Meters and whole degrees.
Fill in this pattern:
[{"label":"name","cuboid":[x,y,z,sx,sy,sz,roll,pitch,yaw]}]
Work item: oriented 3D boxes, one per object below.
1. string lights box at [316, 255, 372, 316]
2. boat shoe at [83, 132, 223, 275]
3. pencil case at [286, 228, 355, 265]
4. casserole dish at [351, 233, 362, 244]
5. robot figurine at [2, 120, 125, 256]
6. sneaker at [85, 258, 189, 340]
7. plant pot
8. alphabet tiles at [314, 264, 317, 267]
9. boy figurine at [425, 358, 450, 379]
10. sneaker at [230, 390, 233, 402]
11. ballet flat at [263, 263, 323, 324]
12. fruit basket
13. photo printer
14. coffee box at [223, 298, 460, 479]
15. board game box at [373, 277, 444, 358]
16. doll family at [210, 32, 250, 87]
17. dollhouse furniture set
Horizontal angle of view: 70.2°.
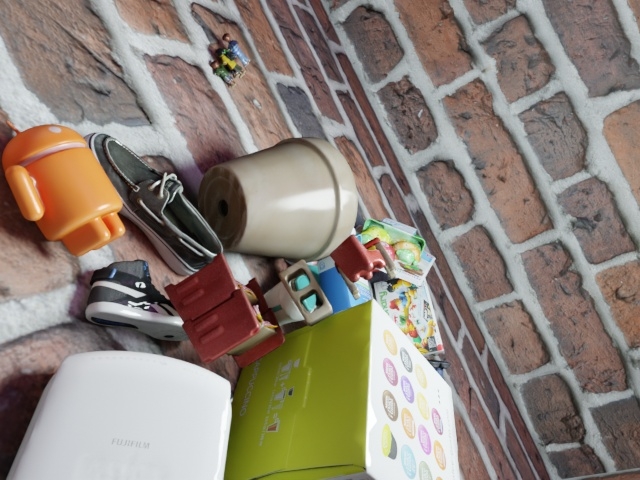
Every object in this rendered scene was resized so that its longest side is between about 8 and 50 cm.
[{"label":"string lights box","cuboid":[0.075,0.172,1.113,0.133,0.076,0.260,31,42,-51]},{"label":"boat shoe","cuboid":[-0.313,-0.081,0.889,0.335,0.119,0.121,52,29,-23]},{"label":"pencil case","cuboid":[0.000,0.000,1.364,0.273,0.113,0.124,-13,118,-57]},{"label":"casserole dish","cuboid":[0.082,0.057,1.393,0.114,0.037,0.188,-45,148,-35]},{"label":"robot figurine","cuboid":[-0.404,-0.086,0.717,0.158,0.128,0.219,-34,99,-39]},{"label":"sneaker","cuboid":[-0.295,0.099,0.807,0.217,0.079,0.121,31,43,-46]},{"label":"plant pot","cuboid":[-0.120,-0.087,1.085,0.280,0.323,0.323,-10,76,-47]},{"label":"alphabet tiles","cuboid":[0.068,0.178,1.400,0.285,0.011,0.342,18,44,-43]},{"label":"boy figurine","cuboid":[0.352,0.539,1.512,0.177,0.092,0.285,15,80,-27]},{"label":"sneaker","cuboid":[-0.226,0.338,0.757,0.234,0.084,0.097,-35,120,-61]},{"label":"ballet flat","cuboid":[-0.062,0.137,1.132,0.400,0.139,0.139,1,65,-80]},{"label":"fruit basket","cuboid":[0.235,0.031,1.615,0.327,0.165,0.353,23,16,17]},{"label":"photo printer","cuboid":[-0.251,0.293,0.587,0.256,0.107,0.307,15,46,-15]},{"label":"coffee box","cuboid":[0.041,0.384,0.884,0.334,0.338,0.338,50,29,-26]},{"label":"board game box","cuboid":[0.312,0.275,1.637,0.053,0.193,0.305,59,20,-55]},{"label":"doll family","cuboid":[-0.285,-0.569,1.427,0.111,0.076,0.193,42,29,-30]},{"label":"dollhouse furniture set","cuboid":[-0.055,0.073,0.837,0.152,0.374,0.201,58,-3,20]}]
